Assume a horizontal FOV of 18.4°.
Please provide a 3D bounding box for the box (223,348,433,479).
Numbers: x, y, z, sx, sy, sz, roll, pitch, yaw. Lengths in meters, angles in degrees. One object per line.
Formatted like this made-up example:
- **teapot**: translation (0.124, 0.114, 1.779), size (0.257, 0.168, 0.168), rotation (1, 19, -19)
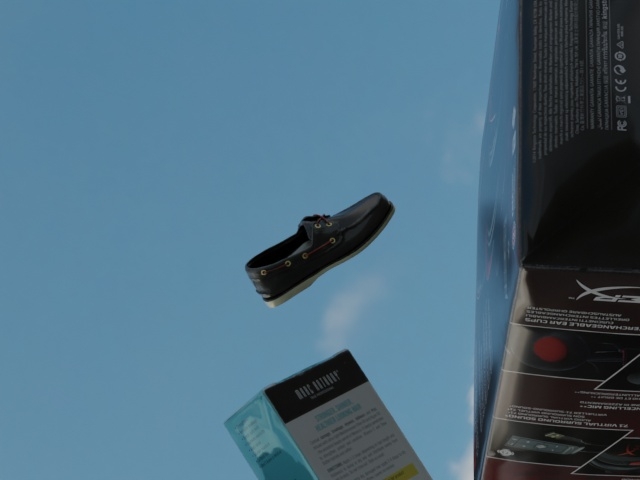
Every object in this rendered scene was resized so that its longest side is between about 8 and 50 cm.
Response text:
- **box**: translation (0.039, 0.207, 1.443), size (0.100, 0.244, 0.060), rotation (-22, -15, -46)

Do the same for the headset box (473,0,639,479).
- **headset box**: translation (0.133, -0.008, 0.929), size (0.293, 0.110, 0.218), rotation (90, -176, -61)

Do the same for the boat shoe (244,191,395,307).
- **boat shoe**: translation (0.001, 0.000, 1.600), size (0.133, 0.049, 0.042), rotation (-34, -69, -4)
